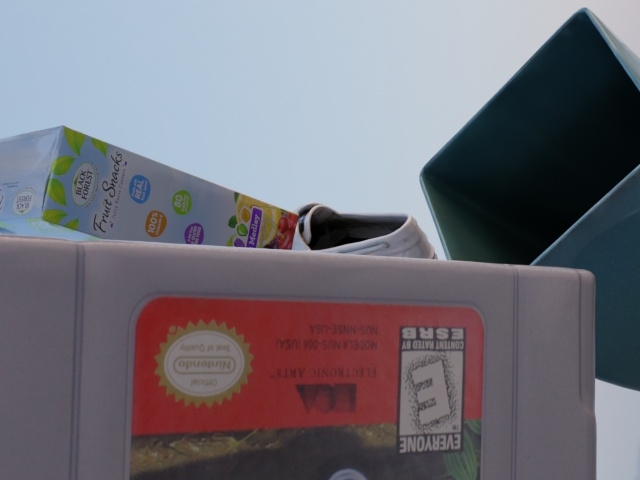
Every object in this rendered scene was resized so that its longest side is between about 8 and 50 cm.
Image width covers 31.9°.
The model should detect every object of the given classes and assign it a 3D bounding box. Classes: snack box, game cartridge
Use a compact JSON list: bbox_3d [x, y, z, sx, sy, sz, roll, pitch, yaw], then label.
[{"bbox_3d":[-0.151,-0.014,0.820,0.207,0.175,0.070,21,-106,-39],"label":"snack box"},{"bbox_3d":[-0.013,0.100,0.369,0.294,0.060,0.196,3,-90,-37],"label":"game cartridge"}]

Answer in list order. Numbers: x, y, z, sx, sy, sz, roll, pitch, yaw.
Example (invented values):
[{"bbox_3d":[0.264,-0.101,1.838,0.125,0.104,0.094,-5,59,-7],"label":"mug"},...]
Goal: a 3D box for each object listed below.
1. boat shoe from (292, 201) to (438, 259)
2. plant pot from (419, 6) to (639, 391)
[{"bbox_3d":[0.000,0.000,1.156,0.095,0.258,0.084,-56,-47,-43],"label":"boat shoe"},{"bbox_3d":[0.220,-0.001,0.756,0.165,0.234,0.165,-46,30,24],"label":"plant pot"}]
